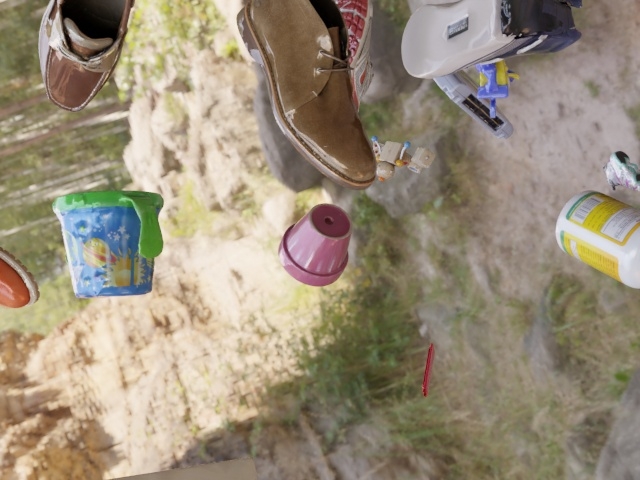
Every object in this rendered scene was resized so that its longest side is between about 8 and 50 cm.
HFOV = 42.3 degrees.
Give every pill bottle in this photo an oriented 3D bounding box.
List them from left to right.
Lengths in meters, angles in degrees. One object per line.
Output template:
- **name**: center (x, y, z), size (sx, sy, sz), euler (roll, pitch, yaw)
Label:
- **pill bottle**: center (0.489, 0.005, 1.321), size (0.208, 0.118, 0.117), euler (37, 151, 52)

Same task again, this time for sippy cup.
- **sippy cup**: center (-0.461, 0.014, 1.825), size (0.305, 0.240, 0.223), euler (149, 117, -81)

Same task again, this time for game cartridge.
- **game cartridge**: center (0.352, -0.370, 2.028), size (0.294, 0.060, 0.196), euler (24, -155, -49)

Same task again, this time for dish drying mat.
- **dish drying mat**: center (0.175, 0.210, 1.339), size (0.032, 0.008, 0.083), euler (71, -153, -49)

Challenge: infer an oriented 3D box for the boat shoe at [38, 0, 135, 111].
- **boat shoe**: center (-0.325, -0.296, 1.138), size (0.116, 0.123, 0.324), euler (-89, 23, -44)

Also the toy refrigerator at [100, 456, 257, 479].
- **toy refrigerator**: center (-0.238, 0.437, 1.354), size (0.094, 0.270, 0.102), euler (111, 150, -55)

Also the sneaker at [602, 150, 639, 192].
- **sneaker**: center (0.538, -0.104, 1.460), size (0.098, 0.038, 0.069), euler (58, 150, 23)

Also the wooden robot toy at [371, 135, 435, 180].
- **wooden robot toy**: center (0.144, -0.142, 1.573), size (0.076, 0.079, 0.173), euler (35, 170, -39)

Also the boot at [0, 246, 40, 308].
- **boot**: center (-0.351, 0.037, 0.789), size (0.084, 0.158, 0.059), euler (-61, -7, -51)

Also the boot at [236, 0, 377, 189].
- **boot**: center (0.000, -0.210, 1.067), size (0.115, 0.112, 0.305), euler (-37, 77, 40)

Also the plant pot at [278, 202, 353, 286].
- **plant pot**: center (0.000, 0.000, 2.312), size (0.201, 0.202, 0.180), euler (67, 149, 29)

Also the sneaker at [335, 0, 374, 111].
- **sneaker**: center (0.040, -0.289, 1.329), size (0.088, 0.093, 0.225), euler (35, 128, 27)

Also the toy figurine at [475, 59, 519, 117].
- **toy figurine**: center (0.344, -0.373, 1.809), size (0.362, 0.191, 0.217), euler (-40, -60, -75)

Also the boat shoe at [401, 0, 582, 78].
- **boat shoe**: center (0.266, -0.324, 1.320), size (0.340, 0.158, 0.127), euler (-165, 77, -69)
